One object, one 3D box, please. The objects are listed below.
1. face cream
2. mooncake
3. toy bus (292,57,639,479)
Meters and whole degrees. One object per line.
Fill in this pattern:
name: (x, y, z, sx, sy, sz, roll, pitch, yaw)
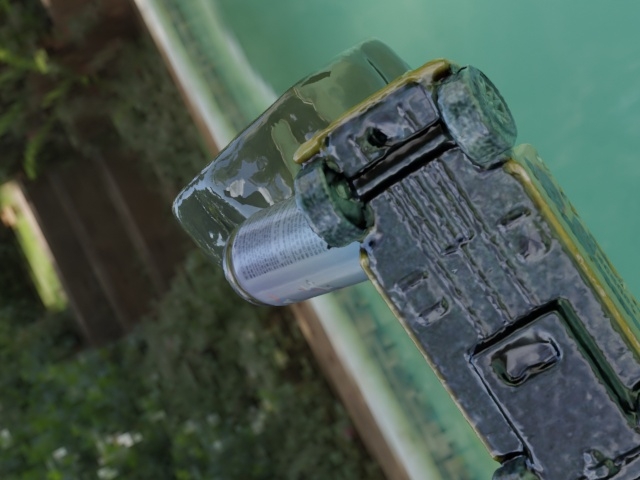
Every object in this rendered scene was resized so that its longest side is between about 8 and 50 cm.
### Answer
face cream: (0.000, 0.000, 1.176, 0.229, 0.075, 0.075, -19, 99, 58)
mooncake: (-0.010, -0.075, 1.649, 0.135, 0.275, 0.275, 52, 175, 3)
toy bus: (0.125, 0.055, 0.947, 0.335, 0.121, 0.123, 56, -160, -5)
